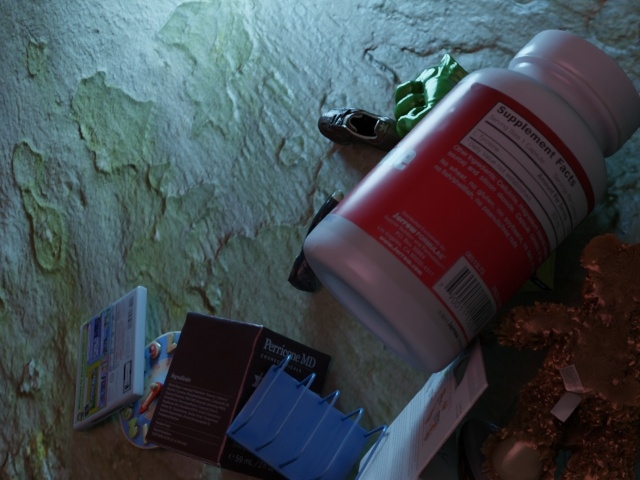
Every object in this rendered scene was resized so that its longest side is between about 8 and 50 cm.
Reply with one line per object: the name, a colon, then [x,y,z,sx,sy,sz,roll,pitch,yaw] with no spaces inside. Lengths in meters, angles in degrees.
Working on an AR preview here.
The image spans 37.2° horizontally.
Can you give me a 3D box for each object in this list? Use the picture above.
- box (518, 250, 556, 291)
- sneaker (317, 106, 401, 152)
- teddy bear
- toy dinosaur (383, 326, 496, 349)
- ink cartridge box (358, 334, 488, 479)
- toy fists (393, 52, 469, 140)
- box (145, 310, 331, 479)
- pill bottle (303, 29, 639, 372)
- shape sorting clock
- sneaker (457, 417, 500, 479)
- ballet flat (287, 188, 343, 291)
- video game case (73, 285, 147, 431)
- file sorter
box: [0.206,0.028,1.311,0.232,0.058,0.087,-5,65,38]
sneaker: [0.056,-0.192,1.535,0.188,0.071,0.066,17,80,43]
teddy bear: [0.315,0.164,1.095,0.245,0.113,0.338,4,65,17]
toy dinosaur: [0.145,0.119,1.304,0.183,0.053,0.093,-8,101,34]
ink cartridge box: [0.133,0.241,1.121,0.066,0.296,0.261,37,102,0]
toy fists: [0.199,-0.155,1.383,0.142,0.096,0.279,-45,49,14]
box: [-0.120,0.233,1.403,0.167,0.168,0.203,6,74,42]
pill bottle: [0.192,-0.056,1.154,0.408,0.229,0.229,-45,45,-10]
shape sorting clock: [-0.269,0.250,1.607,0.206,0.040,0.206,-18,59,32]
sneaker: [0.193,0.372,1.111,0.180,0.124,0.321,-53,30,28]
ballet flat: [0.000,0.000,1.515,0.057,0.049,0.173,127,166,-82]
video game case: [-0.375,0.212,1.701,0.193,0.023,0.213,-32,49,36]
file sorter: [-0.015,0.250,1.258,0.118,0.170,0.104,-55,3,-27]
